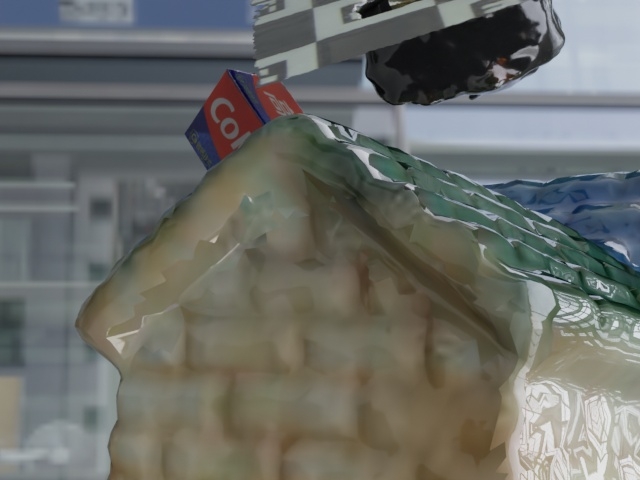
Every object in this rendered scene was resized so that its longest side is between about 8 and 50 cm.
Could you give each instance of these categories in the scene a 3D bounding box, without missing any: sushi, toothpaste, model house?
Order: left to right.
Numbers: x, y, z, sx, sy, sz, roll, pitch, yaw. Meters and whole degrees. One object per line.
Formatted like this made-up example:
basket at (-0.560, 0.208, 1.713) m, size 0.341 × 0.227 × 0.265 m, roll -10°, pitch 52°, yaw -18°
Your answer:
toothpaste at (0.001, 0.000, 1.174) m, size 0.076 × 0.066 × 0.320 m, roll -54°, pitch -127°, yaw 27°
sushi at (0.099, -0.173, 1.169) m, size 0.373 × 0.296 × 0.100 m, roll -101°, pitch 173°, yaw -66°
model house at (0.085, 0.113, 0.771) m, size 0.395 × 0.445 × 0.400 m, roll 1°, pitch -98°, yaw 40°
